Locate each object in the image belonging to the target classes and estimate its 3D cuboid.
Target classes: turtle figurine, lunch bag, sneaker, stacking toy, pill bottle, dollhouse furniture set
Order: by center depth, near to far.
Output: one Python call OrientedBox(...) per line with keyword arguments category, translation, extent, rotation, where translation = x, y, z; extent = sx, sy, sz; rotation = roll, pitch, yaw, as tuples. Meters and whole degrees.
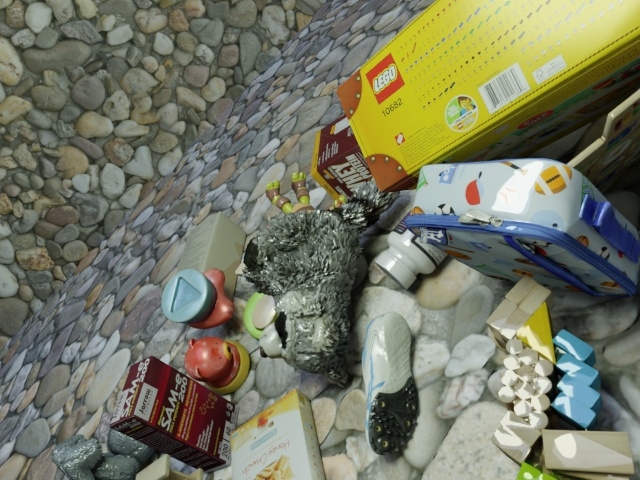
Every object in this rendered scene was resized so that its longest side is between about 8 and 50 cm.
OrientedBox(category="lunch bag", translation=(0.274, -0.010, 0.658), extent=(0.243, 0.304, 0.114), rotation=(11, 81, 52))
OrientedBox(category="sneaker", translation=(0.105, 0.232, 0.815), extent=(0.086, 0.085, 0.237), rotation=(129, 157, -49))
OrientedBox(category="dollhouse furniture set", translation=(-0.234, 0.475, 0.828), extent=(0.129, 0.184, 0.129), rotation=(-38, 33, 14))
OrientedBox(category="pill bottle", translation=(0.195, -0.006, 0.935), extent=(0.193, 0.108, 0.108), rotation=(-48, 32, -3))
OrientedBox(category="stacking toy", translation=(-0.221, 0.153, 1.132), extent=(0.280, 0.130, 0.308), rotation=(-38, 57, 5))
OrientedBox(category="turtle figurine", translation=(-0.031, -0.069, 1.180), extent=(0.270, 0.087, 0.217), rotation=(-28, 51, -3))

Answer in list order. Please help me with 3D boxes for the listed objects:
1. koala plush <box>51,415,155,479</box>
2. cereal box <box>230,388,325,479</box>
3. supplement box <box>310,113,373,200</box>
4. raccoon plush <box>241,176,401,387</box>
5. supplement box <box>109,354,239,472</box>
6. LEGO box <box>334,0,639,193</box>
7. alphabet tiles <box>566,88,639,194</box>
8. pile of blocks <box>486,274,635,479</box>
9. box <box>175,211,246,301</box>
OrientedBox(category="koala plush", translation=(-0.441, 0.472, 1.122), extent=(0.221, 0.203, 0.196), rotation=(-43, 12, -37))
OrientedBox(category="cereal box", translation=(-0.077, 0.401, 0.856), extent=(0.173, 0.047, 0.240), rotation=(-38, 32, 13))
OrientedBox(category="supplement box", translation=(0.093, -0.230, 1.286), extent=(0.194, 0.129, 0.191), rotation=(-27, 37, 28))
OrientedBox(category="raccoon plush", translation=(0.048, 0.049, 0.951), extent=(0.446, 0.216, 0.299), rotation=(-47, 47, -1))
OrientedBox(category="supplement box", translation=(-0.273, 0.342, 0.970), extent=(0.073, 0.239, 0.130), rotation=(-30, 36, 25))
OrientedBox(category="LEGO box", translation=(0.334, -0.272, 0.727), extent=(0.500, 0.373, 0.193), rotation=(-30, 78, 43))
OrientedBox(category="alphabet tiles", translation=(0.426, -0.145, 0.647), extent=(0.285, 0.343, 0.011), rotation=(-41, 65, 10))
OrientedBox(category="pile of blocks", translation=(0.281, 0.224, 0.590), extent=(0.149, 0.112, 0.361), rotation=(-7, 56, 30))
OrientedBox(category="box", translation=(-0.324, 0.078, 1.439), extent=(0.148, 0.121, 0.310), rotation=(-28, 36, 28))
